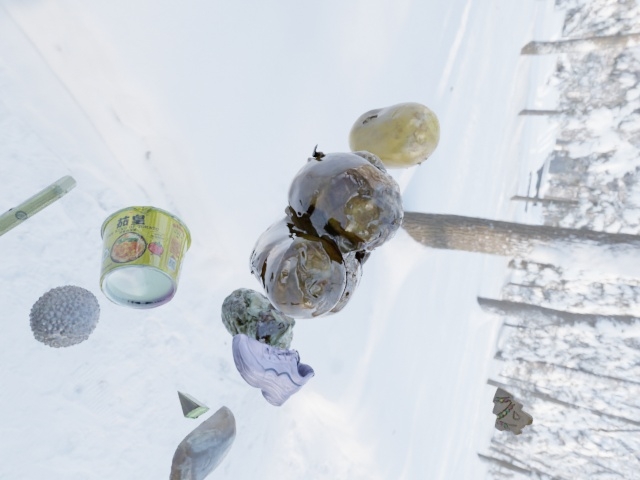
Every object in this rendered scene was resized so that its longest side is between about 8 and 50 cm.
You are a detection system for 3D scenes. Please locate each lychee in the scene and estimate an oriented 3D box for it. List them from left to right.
[{"bbox_3d":[-0.670,0.200,1.111,0.197,0.165,0.165,21,80,-74],"label":"lychee"}]

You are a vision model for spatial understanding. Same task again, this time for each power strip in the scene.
[{"bbox_3d":[-0.497,-0.054,0.707,0.028,0.168,0.076,57,4,-27],"label":"power strip"}]

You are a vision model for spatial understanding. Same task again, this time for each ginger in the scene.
[{"bbox_3d":[0.000,0.000,0.637,0.254,0.176,0.418,-57,-178,-12],"label":"ginger"}]

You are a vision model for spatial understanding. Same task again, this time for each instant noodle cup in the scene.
[{"bbox_3d":[-0.636,0.074,1.498,0.326,0.325,0.254,68,7,-47],"label":"instant noodle cup"}]

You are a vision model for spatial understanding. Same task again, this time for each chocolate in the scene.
[{"bbox_3d":[-0.317,0.605,1.198,0.254,0.080,0.157,-16,116,-69],"label":"chocolate"}]

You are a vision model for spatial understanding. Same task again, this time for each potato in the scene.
[{"bbox_3d":[0.165,-0.238,0.971,0.150,0.233,0.146,-26,112,-36],"label":"potato"}]

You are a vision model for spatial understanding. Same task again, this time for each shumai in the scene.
[{"bbox_3d":[-0.155,0.238,1.207,0.189,0.218,0.256,-42,100,-34],"label":"shumai"}]

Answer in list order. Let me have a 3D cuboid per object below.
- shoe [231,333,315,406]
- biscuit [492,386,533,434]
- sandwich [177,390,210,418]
[{"bbox_3d":[-0.121,0.313,1.065,0.137,0.095,0.245,-34,117,-1],"label":"shoe"},{"bbox_3d":[0.379,0.342,0.839,0.016,0.082,0.092,5,62,-43],"label":"biscuit"},{"bbox_3d":[-0.486,0.610,1.598,0.074,0.116,0.074,-36,144,2],"label":"sandwich"}]
